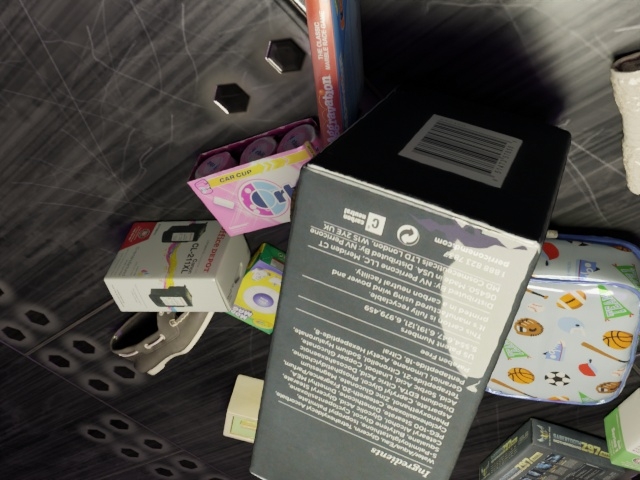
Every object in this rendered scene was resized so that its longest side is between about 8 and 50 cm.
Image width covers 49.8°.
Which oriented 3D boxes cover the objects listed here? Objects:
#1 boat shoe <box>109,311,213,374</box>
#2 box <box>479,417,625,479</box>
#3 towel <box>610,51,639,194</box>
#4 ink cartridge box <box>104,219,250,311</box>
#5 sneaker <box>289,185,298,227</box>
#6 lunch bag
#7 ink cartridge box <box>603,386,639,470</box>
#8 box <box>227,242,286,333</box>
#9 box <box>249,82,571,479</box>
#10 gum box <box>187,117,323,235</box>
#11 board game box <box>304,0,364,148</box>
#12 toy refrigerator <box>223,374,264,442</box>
[{"bbox_3d":[-0.264,0.137,1.151,0.095,0.112,0.335,26,139,-20],"label":"boat shoe"},{"bbox_3d":[0.436,0.438,1.325,0.183,0.059,0.233,17,138,-4],"label":"box"},{"bbox_3d":[0.465,-0.138,0.724,0.282,0.049,0.187,-9,132,23],"label":"towel"},{"bbox_3d":[-0.207,0.036,1.018,0.175,0.127,0.072,-2,132,15],"label":"ink cartridge box"},{"bbox_3d":[0.000,0.000,0.895,0.071,0.066,0.188,-8,137,-8],"label":"sneaker"},{"bbox_3d":[0.317,0.109,0.974,0.243,0.115,0.303,5,136,17],"label":"lunch bag"},{"bbox_3d":[0.591,0.294,1.110,0.160,0.093,0.219,15,138,-2],"label":"ink cartridge box"},{"bbox_3d":[-0.091,0.085,1.104,0.105,0.043,0.179,28,137,-15],"label":"box"},{"bbox_3d":[0.098,0.071,0.762,0.212,0.293,0.396,20,121,15],"label":"box"},{"bbox_3d":[-0.064,-0.080,0.906,0.188,0.062,0.107,-13,131,26],"label":"gum box"},{"bbox_3d":[0.014,-0.231,0.669,0.027,0.145,0.281,3,136,11],"label":"board game box"},{"bbox_3d":[-0.046,0.356,1.336,0.269,0.094,0.102,15,137,-1],"label":"toy refrigerator"}]
